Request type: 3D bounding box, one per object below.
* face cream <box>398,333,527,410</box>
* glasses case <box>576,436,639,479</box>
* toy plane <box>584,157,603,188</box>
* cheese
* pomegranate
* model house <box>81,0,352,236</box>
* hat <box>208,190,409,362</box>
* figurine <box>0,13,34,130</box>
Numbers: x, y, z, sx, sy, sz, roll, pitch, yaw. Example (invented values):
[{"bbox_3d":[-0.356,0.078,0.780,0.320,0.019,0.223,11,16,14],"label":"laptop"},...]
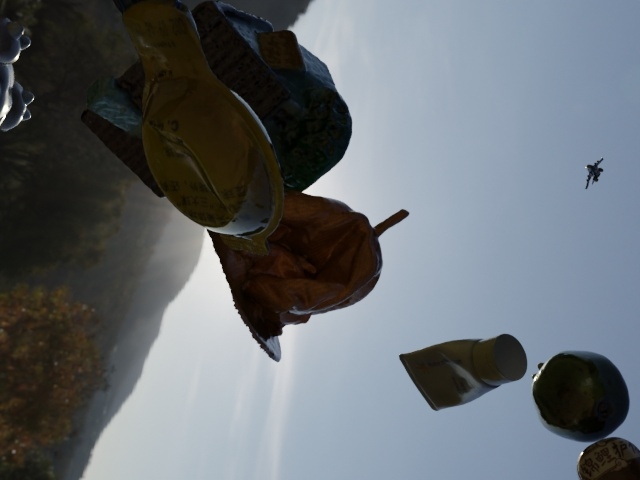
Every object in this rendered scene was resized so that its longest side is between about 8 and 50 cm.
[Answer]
[{"bbox_3d":[0.215,0.206,1.121,0.070,0.114,0.224,-33,-179,-39],"label":"face cream"},{"bbox_3d":[0.567,0.500,1.252,0.082,0.122,0.321,83,-16,-61],"label":"glasses case"},{"bbox_3d":[0.603,-0.151,1.589,0.031,0.083,0.078,29,-88,28],"label":"toy plane"},{"bbox_3d":[-0.106,-0.102,0.605,0.177,0.270,0.069,10,-141,45],"label":"cheese"},{"bbox_3d":[0.502,0.302,1.443,0.225,0.187,0.187,-158,-96,-79],"label":"pomegranate"},{"bbox_3d":[-0.149,-0.176,0.966,0.280,0.249,0.230,-35,-127,24],"label":"model house"},{"bbox_3d":[0.000,0.000,0.910,0.233,0.233,0.244,51,17,-84],"label":"hat"},{"bbox_3d":[-0.591,-0.231,0.971,0.248,0.381,0.203,120,-40,-57],"label":"figurine"}]
